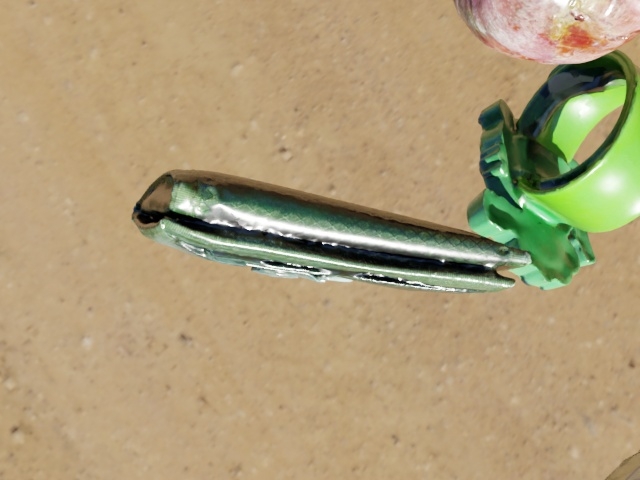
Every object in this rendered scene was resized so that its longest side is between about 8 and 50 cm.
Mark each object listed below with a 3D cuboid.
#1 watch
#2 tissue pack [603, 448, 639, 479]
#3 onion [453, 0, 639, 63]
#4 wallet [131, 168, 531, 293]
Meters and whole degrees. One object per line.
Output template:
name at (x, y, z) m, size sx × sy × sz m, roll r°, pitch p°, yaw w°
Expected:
watch at (0.210, -0.057, 0.955) m, size 0.131 × 0.165 × 0.152 m, roll 34°, pitch 135°, yaw -29°
tissue pack at (0.137, 0.096, 0.250) m, size 0.196 × 0.148 × 0.092 m, roll -17°, pitch 98°, yaw 45°
onion at (0.185, -0.196, 0.849) m, size 0.159 × 0.195 × 0.159 m, roll -20°, pitch 67°, yaw 59°
wallet at (0.000, 0.003, 0.817) m, size 0.236 × 0.160 × 0.055 m, roll 13°, pitch 86°, yaw -15°
